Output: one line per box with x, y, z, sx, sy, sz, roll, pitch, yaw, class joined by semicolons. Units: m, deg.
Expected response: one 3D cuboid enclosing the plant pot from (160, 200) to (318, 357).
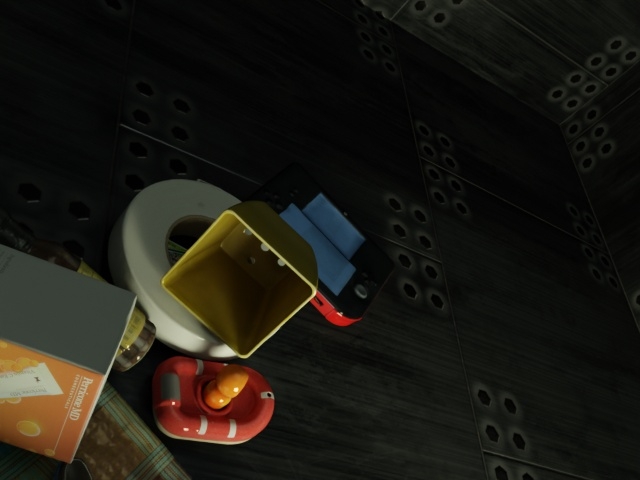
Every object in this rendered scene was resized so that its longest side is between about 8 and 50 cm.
-0.127;0.047;1.434;0.212;0.212;0.187;43;25;-6;plant pot

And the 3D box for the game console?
0.000;0.000;1.886;0.386;0.060;0.342;47;37;-3;game console

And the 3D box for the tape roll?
-0.232;0.051;1.540;0.392;0.072;0.392;26;42;-26;tape roll

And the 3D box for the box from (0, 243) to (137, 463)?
-0.468;0.139;1.086;0.345;0.215;0.168;21;36;-11;box

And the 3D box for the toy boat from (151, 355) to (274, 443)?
-0.180;0.273;1.388;0.231;0.151;0.151;16;48;-35;toy boat

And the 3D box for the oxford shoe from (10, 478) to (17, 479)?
-0.515;0.339;1.019;0.348;0.123;0.130;33;50;-3;oxford shoe

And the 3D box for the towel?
-0.398;0.328;1.219;0.370;0.040;0.271;48;38;-1;towel

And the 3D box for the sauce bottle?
-0.429;0.078;1.292;0.344;0.111;0.111;49;34;-25;sauce bottle

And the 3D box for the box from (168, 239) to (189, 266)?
-0.295;0.063;1.557;0.207;0.036;0.114;31;40;-22;box

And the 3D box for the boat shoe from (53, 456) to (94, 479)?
-0.340;0.400;1.131;0.066;0.066;0.183;0;60;-45;boat shoe
